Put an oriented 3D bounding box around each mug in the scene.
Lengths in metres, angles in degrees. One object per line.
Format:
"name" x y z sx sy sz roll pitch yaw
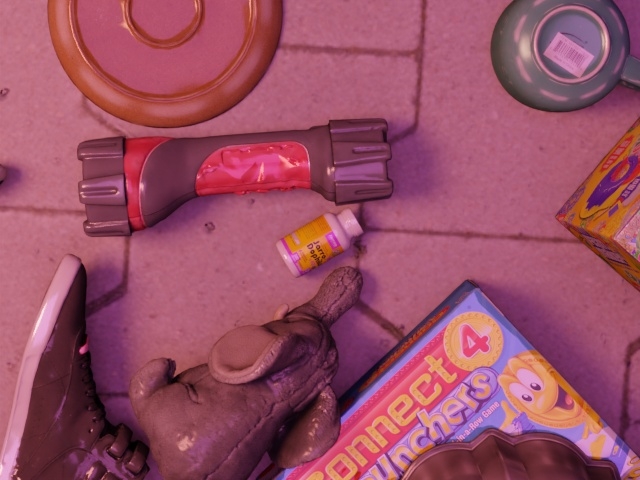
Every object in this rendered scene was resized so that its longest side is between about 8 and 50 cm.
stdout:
"mug" 0.251 -0.194 1.549 0.158 0.097 0.129 -13 94 -1

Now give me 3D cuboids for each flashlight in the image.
"flashlight" -0.082 -0.062 1.545 0.304 0.103 0.103 -3 93 -1

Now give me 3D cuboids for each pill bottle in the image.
"pill bottle" 0.000 0.000 1.581 0.083 0.043 0.043 -31 94 0

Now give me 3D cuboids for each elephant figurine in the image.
"elephant figurine" -0.052 0.137 1.513 0.239 0.169 0.186 -31 66 9

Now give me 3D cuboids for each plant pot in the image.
"plant pot" -0.155 -0.230 1.566 0.236 0.032 0.236 0 94 -1

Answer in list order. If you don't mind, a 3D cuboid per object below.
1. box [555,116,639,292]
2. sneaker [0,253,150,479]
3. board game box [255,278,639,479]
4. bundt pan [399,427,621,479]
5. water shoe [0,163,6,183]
"box" 0.402 0.010 1.473 0.279 0.290 0.177 41 92 -4
"sneaker" -0.230 0.164 1.560 0.147 0.104 0.295 13 99 -5
"board game box" 0.145 0.252 1.583 0.308 0.086 0.302 -44 95 1
"bundt pan" 0.186 0.349 1.487 0.331 0.124 0.330 0 93 -2
"water shoe" -0.414 -0.065 1.548 0.203 0.073 0.080 -13 90 -1
